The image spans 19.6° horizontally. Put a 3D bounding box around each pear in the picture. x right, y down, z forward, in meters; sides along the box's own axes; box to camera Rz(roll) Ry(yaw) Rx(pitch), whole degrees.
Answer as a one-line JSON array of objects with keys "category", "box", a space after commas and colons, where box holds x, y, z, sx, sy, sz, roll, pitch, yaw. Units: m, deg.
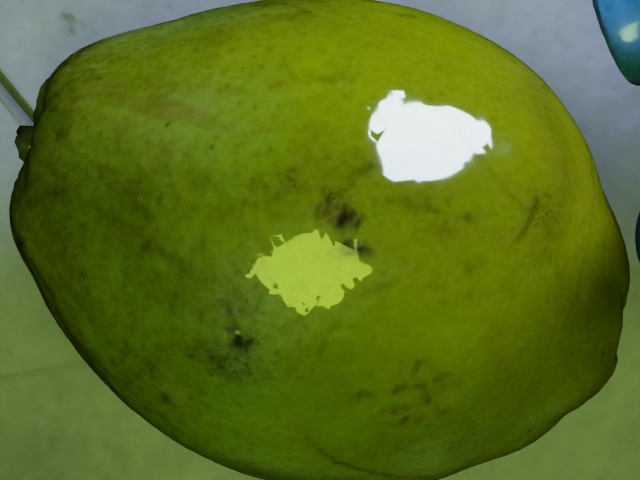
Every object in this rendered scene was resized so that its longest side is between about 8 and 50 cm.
[{"category": "pear", "box": [0.000, 0.000, 0.785, 0.269, 0.212, 0.212, 21, 100, -11]}]

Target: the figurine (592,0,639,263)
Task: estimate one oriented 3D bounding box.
[{"category": "figurine", "box": [0.258, -0.067, 0.781, 0.416, 0.243, 0.298, -23, 91, -27]}]
